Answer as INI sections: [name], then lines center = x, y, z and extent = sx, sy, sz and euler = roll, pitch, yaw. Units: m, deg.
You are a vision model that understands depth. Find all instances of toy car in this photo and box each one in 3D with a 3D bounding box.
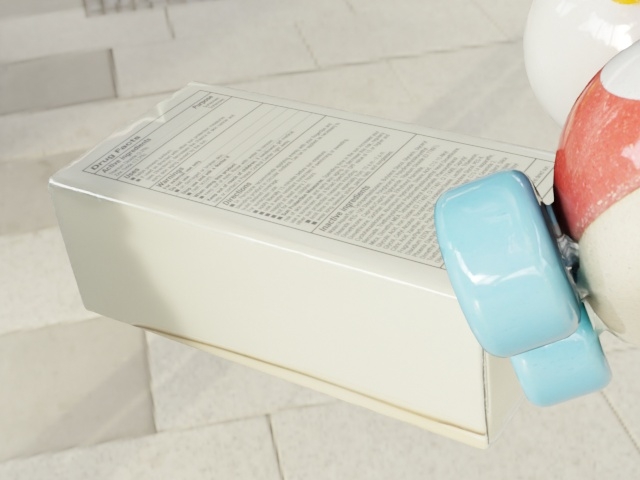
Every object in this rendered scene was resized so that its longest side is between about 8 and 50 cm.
[toy car]
center = 0.154, -0.077, 0.516
extent = 0.219, 0.210, 0.238
euler = -21, 66, 13

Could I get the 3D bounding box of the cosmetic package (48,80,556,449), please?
[cosmetic package]
center = 0.000, 0.000, 0.724
extent = 0.309, 0.113, 0.160
euler = 15, 40, 32
